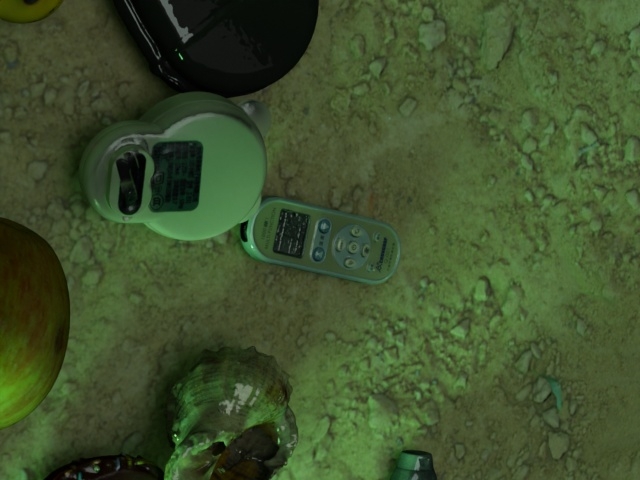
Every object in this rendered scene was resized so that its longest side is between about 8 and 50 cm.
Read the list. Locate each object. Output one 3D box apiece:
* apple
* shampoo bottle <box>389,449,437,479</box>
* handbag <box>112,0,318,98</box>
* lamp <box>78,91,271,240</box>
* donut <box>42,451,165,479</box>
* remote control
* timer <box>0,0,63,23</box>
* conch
[{"bbox_3d":[-0.391,0.074,1.809,0.264,0.264,0.264,-4,97,-34],"label":"apple"},{"bbox_3d":[0.120,0.403,2.304,0.087,0.049,0.234,4,92,-36],"label":"shampoo bottle"},{"bbox_3d":[-0.129,-0.317,2.036,0.254,0.093,0.308,-40,115,-25],"label":"handbag"},{"bbox_3d":[-0.176,-0.090,2.019,0.246,0.108,0.179,-6,111,-31],"label":"lamp"},{"bbox_3d":[-0.264,0.355,2.014,0.230,0.096,0.216,37,72,-31],"label":"donut"},{"bbox_3d":[0.000,0.000,2.185,0.244,0.047,0.087,13,91,-35],"label":"remote control"},{"bbox_3d":[-0.333,-0.298,1.909,0.107,0.109,0.107,1,100,6],"label":"timer"},{"bbox_3d":[-0.114,0.239,2.054,0.178,0.163,0.245,42,46,-11],"label":"conch"}]
